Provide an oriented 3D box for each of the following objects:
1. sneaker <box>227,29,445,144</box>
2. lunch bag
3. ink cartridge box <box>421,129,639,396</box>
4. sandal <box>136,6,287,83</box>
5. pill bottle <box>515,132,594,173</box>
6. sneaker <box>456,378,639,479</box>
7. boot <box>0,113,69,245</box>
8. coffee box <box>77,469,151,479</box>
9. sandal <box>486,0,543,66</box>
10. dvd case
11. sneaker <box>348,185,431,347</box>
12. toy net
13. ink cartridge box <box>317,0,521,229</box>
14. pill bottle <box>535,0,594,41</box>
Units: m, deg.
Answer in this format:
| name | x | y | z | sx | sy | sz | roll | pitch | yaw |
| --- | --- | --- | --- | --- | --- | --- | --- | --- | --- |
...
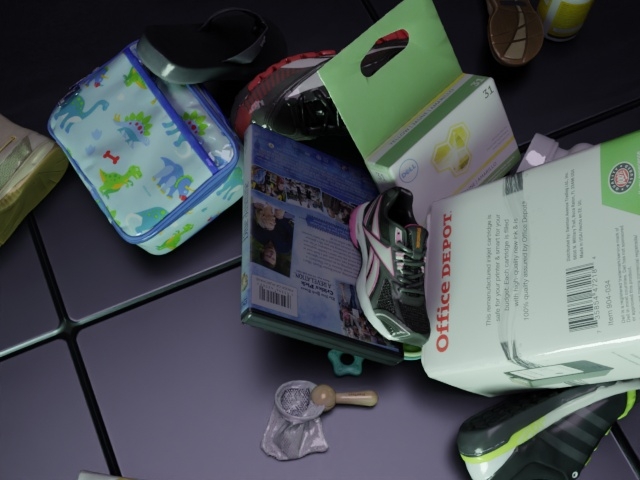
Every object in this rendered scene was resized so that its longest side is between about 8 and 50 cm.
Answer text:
| name | x | y | z | sx | sy | sz | roll | pitch | yaw |
| --- | --- | --- | --- | --- | --- | --- | --- | --- | --- |
| sneaker | 0.028 | -0.169 | 0.963 | 0.275 | 0.098 | 0.135 | -20 | 34 | -10 |
| lunch bag | -0.191 | -0.111 | 0.937 | 0.176 | 0.090 | 0.219 | -36 | 71 | 2 |
| ink cartridge box | 0.239 | 0.032 | 0.802 | 0.114 | 0.272 | 0.199 | 24 | 61 | -36 |
| sandal | -0.107 | -0.232 | 0.963 | 0.097 | 0.054 | 0.254 | 43 | 31 | 6 |
| pill bottle | 0.308 | -0.048 | 0.929 | 0.180 | 0.108 | 0.108 | 26 | 68 | 10 |
| sneaker | 0.249 | 0.199 | 0.848 | 0.234 | 0.084 | 0.097 | -21 | 92 | -9 |
| boot | -0.419 | -0.069 | 0.943 | 0.165 | 0.077 | 0.213 | 32 | 64 | 12 |
| coffee box | -0.110 | 0.305 | 0.768 | 0.246 | 0.098 | 0.141 | 6 | 66 | 2 |
| sandal | 0.243 | -0.282 | 1.069 | 0.072 | 0.049 | 0.180 | 3 | 51 | -6 |
| dvd case | 0.000 | 0.000 | 0.868 | 0.180 | 0.022 | 0.253 | 20 | 46 | -27 |
| sneaker | 0.079 | 0.019 | 0.839 | 0.071 | 0.077 | 0.178 | 7 | 53 | -35 |
| toy net | 0.017 | 0.132 | 0.877 | 0.232 | 0.045 | 0.122 | -40 | 73 | -17 |
| ink cartridge box | 0.118 | -0.134 | 0.908 | 0.171 | 0.235 | 0.056 | -42 | 36 | -17 |
| pill bottle | 0.315 | -0.312 | 1.041 | 0.065 | 0.116 | 0.065 | 0 | 66 | -1 |
